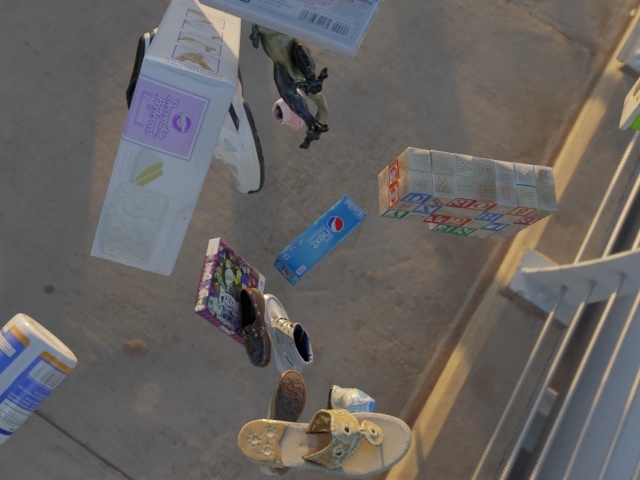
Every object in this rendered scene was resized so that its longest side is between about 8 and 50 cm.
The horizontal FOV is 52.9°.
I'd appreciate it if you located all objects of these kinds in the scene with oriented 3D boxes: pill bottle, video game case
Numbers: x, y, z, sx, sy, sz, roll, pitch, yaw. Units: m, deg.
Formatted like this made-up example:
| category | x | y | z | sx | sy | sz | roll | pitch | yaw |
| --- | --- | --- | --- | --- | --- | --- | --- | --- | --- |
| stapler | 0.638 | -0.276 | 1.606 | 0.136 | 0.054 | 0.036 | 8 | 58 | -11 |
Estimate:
| category | x | y | z | sx | sy | sz | roll | pitch | yaw |
| --- | --- | --- | --- | --- | --- | --- | --- | --- | --- |
| pill bottle | -0.610 | 0.285 | 1.212 | 0.152 | 0.152 | 0.272 | 40 | 75 | 7 |
| video game case | -0.012 | -0.249 | 0.586 | 0.157 | 0.019 | 0.143 | 23 | 72 | 11 |
| video game case | -0.232 | 0.140 | 1.692 | 0.041 | 0.232 | 0.210 | -11 | 54 | 26 |

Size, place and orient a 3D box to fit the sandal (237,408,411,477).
| category | x | y | z | sx | sy | sz | roll | pitch | yaw |
| --- | --- | --- | --- | --- | --- | --- | --- | --- | --- |
| sandal | 0.005 | 0.267 | 0.860 | 0.239 | 0.079 | 0.088 | -1 | 62 | 2 |

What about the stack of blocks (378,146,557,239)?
| category | x | y | z | sx | sy | sz | roll | pitch | yaw |
| --- | --- | --- | --- | --- | --- | --- | --- | --- | --- |
| stack of blocks | 0.260 | -0.081 | 1.195 | 0.297 | 0.171 | 0.087 | 6 | 71 | -19 |

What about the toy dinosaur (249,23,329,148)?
| category | x | y | z | sx | sy | sz | roll | pitch | yaw |
| --- | --- | --- | --- | --- | --- | --- | --- | --- | --- |
| toy dinosaur | -0.025 | -0.173 | 0.686 | 0.064 | 0.268 | 0.118 | -27 | 55 | 6 |

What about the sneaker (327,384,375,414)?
| category | x | y | z | sx | sy | sz | roll | pitch | yaw |
| --- | --- | --- | --- | --- | --- | --- | --- | --- | --- |
| sneaker | 0.070 | 0.408 | 1.604 | 0.086 | 0.237 | 0.085 | 10 | 80 | -13 |

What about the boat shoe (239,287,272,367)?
| category | x | y | z | sx | sy | sz | roll | pitch | yaw |
| --- | --- | --- | --- | --- | --- | --- | --- | --- | --- |
| boat shoe | -0.175 | 0.223 | 1.649 | 0.073 | 0.073 | 0.207 | -18 | 72 | 19 |

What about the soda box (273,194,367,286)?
| category | x | y | z | sx | sy | sz | roll | pitch | yaw |
| --- | --- | --- | --- | --- | --- | --- | --- | --- | --- |
| soda box | 0.000 | 0.000 | 1.363 | 0.210 | 0.071 | 0.067 | -41 | 83 | -21 |

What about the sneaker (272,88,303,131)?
| category | x | y | z | sx | sy | sz | roll | pitch | yaw |
| --- | --- | --- | --- | --- | --- | --- | --- | --- | --- |
| sneaker | -0.076 | -0.277 | 1.429 | 0.070 | 0.134 | 0.051 | -39 | 74 | -19 |

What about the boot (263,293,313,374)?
| category | x | y | z | sx | sy | sz | roll | pitch | yaw |
| --- | --- | --- | --- | --- | --- | --- | --- | --- | --- |
| boot | -0.091 | 0.251 | 1.815 | 0.095 | 0.123 | 0.258 | -6 | 64 | -40 |

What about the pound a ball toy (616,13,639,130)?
| category | x | y | z | sx | sy | sz | roll | pitch | yaw |
| --- | --- | --- | --- | --- | --- | --- | --- | --- | --- |
| pound a ball toy | 0.558 | -0.303 | 0.977 | 0.208 | 0.319 | 0.136 | 23 | 62 | 9 |

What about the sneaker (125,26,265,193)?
| category | x | y | z | sx | sy | sz | roll | pitch | yaw |
| --- | --- | --- | --- | --- | --- | --- | --- | --- | --- |
| sneaker | -0.290 | -0.279 | 1.463 | 0.257 | 0.448 | 0.169 | -19 | 35 | -8 |

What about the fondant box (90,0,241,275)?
| category | x | y | z | sx | sy | sz | roll | pitch | yaw |
| --- | --- | --- | --- | --- | --- | --- | --- | --- | --- |
| fondant box | -0.179 | -0.152 | 0.788 | 0.096 | 0.238 | 0.330 | 16 | 30 | -17 |

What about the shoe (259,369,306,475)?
| category | x | y | z | sx | sy | sz | roll | pitch | yaw |
| --- | --- | --- | --- | --- | --- | --- | --- | --- | --- |
| shoe | -0.083 | 0.369 | 1.312 | 0.076 | 0.058 | 0.219 | 28 | 51 | -22 |
